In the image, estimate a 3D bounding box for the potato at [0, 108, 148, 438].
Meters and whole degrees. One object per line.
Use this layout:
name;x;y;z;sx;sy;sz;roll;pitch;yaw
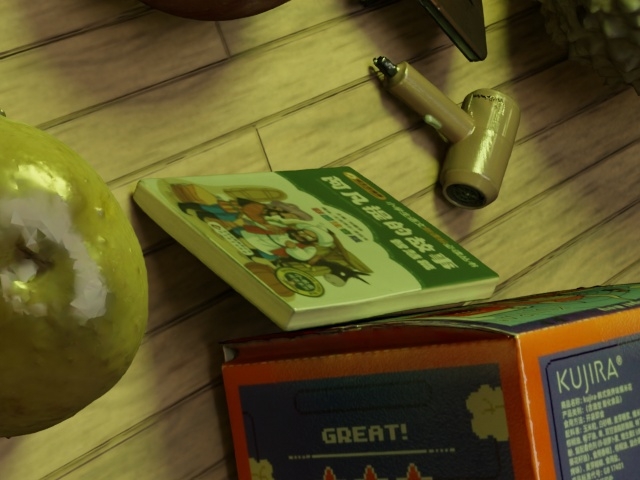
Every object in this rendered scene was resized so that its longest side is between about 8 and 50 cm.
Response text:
potato;-0.225;0.016;1.110;0.242;0.242;0.285;-45;112;-43

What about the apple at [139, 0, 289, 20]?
apple;-0.072;-0.332;1.375;0.306;0.235;0.305;12;73;-43

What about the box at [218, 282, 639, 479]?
box;0.154;0.177;1.421;0.349;0.318;0.257;-7;90;-47

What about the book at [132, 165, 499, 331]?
book;0.000;0.000;1.422;0.264;0.202;0.027;-6;125;-47

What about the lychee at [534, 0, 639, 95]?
lychee;0.412;-0.332;1.795;0.432;0.380;0.380;-25;99;-29

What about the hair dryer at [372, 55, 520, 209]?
hair dryer;0.116;-0.122;1.662;0.182;0.064;0.117;36;57;-26

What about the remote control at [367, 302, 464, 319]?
remote control;0.074;0.035;1.580;0.229;0.044;0.073;-1;85;-48

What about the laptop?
laptop;0.093;-0.279;1.654;0.207;0.026;0.154;44;28;-31

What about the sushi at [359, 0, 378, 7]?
sushi;0.053;-0.259;1.644;0.083;0.044;0.046;-24;80;-54
